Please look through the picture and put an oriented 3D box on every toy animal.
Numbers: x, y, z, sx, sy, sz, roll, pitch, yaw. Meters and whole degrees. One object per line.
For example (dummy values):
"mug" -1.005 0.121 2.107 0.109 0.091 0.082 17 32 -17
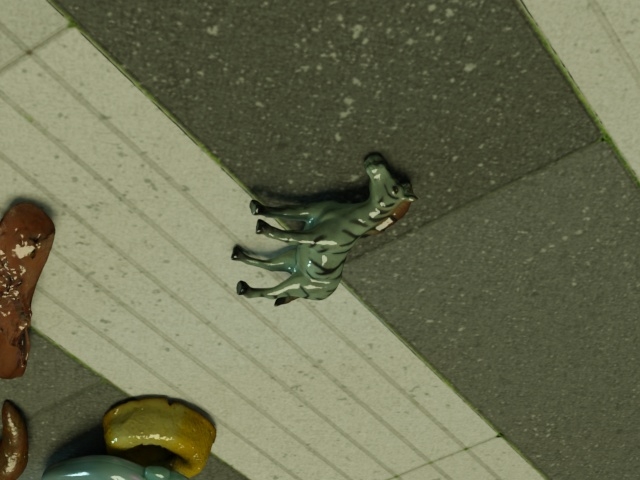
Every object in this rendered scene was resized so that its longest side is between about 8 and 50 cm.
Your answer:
"toy animal" -0.013 -0.007 1.419 0.170 0.089 0.255 20 134 -29

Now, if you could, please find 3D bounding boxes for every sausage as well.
"sausage" -0.409 0.081 1.486 0.087 0.079 0.326 -10 143 -33

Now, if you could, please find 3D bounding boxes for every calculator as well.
"calculator" -0.318 0.386 1.780 0.299 0.041 0.185 -14 140 41

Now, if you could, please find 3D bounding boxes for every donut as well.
"donut" -0.251 0.313 1.751 0.178 0.065 0.162 27 130 -28

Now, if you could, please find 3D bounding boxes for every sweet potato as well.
"sweet potato" -0.499 0.344 1.774 0.078 0.058 0.255 32 125 -6
